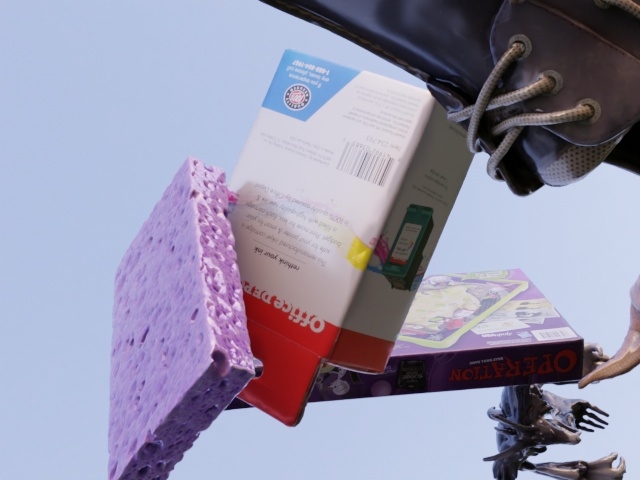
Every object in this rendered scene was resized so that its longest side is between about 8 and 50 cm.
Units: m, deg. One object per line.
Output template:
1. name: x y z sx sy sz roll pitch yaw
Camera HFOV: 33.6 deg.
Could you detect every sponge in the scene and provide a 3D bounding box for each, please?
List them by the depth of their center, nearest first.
1. sponge: -0.092 0.047 0.654 0.031 0.210 0.117 25 -63 -25

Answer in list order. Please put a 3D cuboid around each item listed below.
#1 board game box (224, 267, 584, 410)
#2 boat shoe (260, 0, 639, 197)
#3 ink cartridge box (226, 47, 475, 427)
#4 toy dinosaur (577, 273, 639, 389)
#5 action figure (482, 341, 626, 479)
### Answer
1. board game box: 0.052 0.089 1.023 0.347 0.208 0.056 -4 -69 -4
2. boat shoe: 0.126 -0.093 0.518 0.356 0.132 0.130 13 -111 -6
3. ink cartridge box: 0.000 0.000 0.725 0.078 0.134 0.231 21 -87 -54
4. toy dinosaur: 0.371 0.033 1.061 0.127 0.200 0.295 25 -62 -32
5. action figure: 0.263 0.184 1.153 0.276 0.141 0.164 -17 -71 -65
